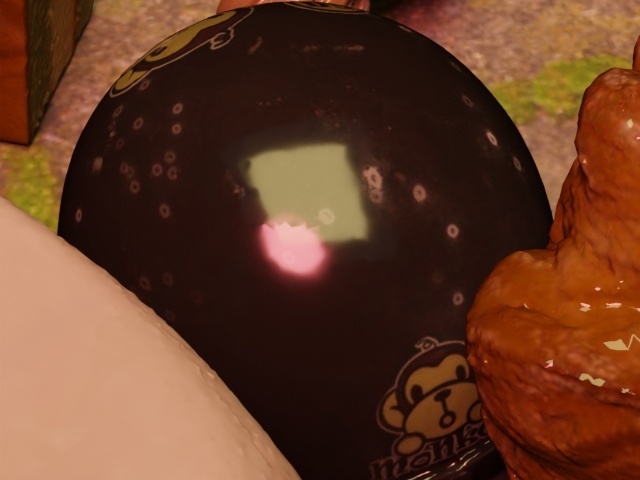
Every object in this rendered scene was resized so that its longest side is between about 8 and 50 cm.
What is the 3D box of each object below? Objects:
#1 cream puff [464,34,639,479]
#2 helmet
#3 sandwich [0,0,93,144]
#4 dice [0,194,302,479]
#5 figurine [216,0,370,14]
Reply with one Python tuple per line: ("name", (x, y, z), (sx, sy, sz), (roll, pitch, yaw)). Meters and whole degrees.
("cream puff", (0.166, 0.030, 0.755), (0.155, 0.269, 0.241), (34, 90, 43))
("helmet", (0.000, 0.000, 0.830), (0.231, 0.160, 0.279), (-23, 55, -19))
("sandwich", (-0.211, -0.145, 0.957), (0.187, 0.144, 0.117), (11, 49, 8))
("dice", (-0.167, 0.166, 0.600), (0.304, 0.304, 0.277), (32, 58, 24))
("figurine", (-0.001, -0.148, 0.978), (0.126, 0.114, 0.157), (27, 56, 39))
